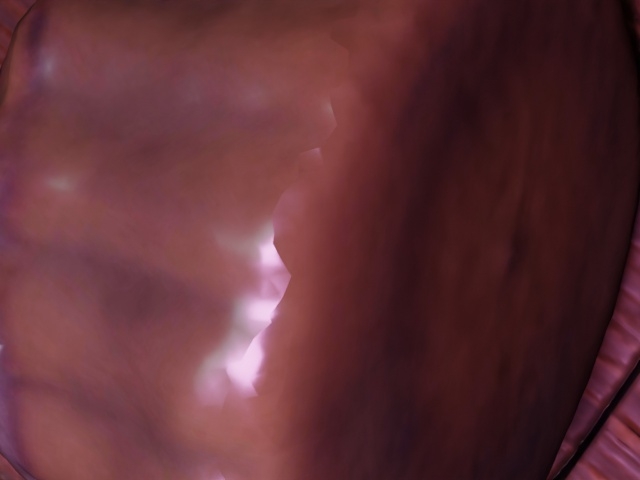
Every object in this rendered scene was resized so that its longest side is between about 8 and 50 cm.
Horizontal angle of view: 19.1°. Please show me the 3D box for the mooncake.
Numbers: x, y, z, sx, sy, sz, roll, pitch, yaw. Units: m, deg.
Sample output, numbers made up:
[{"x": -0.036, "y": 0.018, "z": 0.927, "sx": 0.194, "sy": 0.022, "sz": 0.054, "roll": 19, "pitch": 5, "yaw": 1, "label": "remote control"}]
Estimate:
[{"x": 0.000, "y": 0.000, "z": 0.727, "sx": 0.161, "sy": 0.290, "sz": 0.290, "roll": 16, "pitch": 111, "yaw": 31, "label": "mooncake"}]
